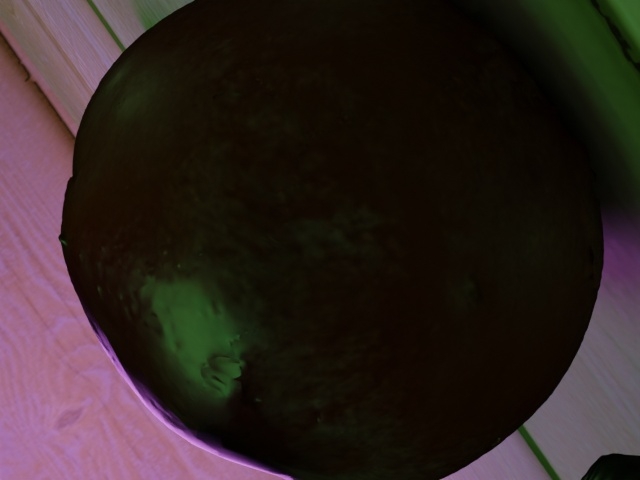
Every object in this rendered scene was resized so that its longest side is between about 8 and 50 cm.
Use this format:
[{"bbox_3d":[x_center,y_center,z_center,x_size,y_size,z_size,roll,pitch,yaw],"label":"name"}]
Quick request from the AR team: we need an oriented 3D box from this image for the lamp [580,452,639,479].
[{"bbox_3d":[0.156,0.156,0.688,0.101,0.101,0.250,47,174,37],"label":"lamp"}]

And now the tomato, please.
[{"bbox_3d":[0.000,0.000,0.609,0.208,0.184,0.208,54,171,12],"label":"tomato"}]
